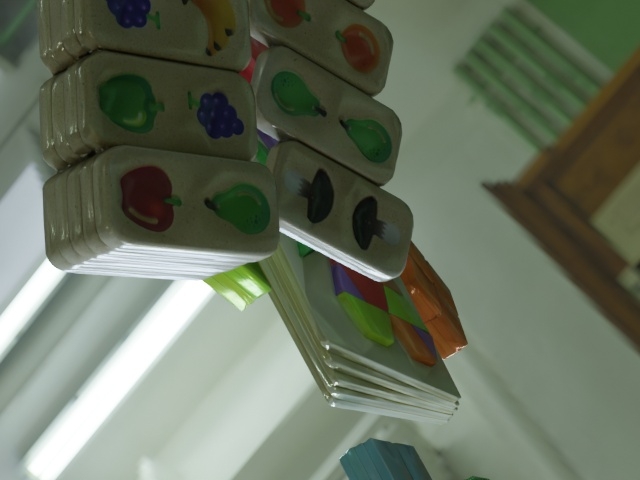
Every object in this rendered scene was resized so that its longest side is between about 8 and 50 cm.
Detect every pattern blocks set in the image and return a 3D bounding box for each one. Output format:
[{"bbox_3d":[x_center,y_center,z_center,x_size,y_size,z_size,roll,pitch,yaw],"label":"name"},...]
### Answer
[{"bbox_3d":[0.000,0.000,0.803,0.324,0.026,0.285,59,-163,14],"label":"pattern blocks set"}]

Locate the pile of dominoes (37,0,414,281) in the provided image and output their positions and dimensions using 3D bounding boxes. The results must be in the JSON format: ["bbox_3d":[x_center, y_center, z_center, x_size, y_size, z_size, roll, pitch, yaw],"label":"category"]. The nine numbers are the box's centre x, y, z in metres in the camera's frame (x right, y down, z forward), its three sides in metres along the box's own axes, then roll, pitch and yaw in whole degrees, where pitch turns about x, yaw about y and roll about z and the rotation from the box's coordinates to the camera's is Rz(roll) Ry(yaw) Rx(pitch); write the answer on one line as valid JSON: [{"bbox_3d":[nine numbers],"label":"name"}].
[{"bbox_3d":[-0.046,-0.114,0.527,0.196,0.040,0.251,5,-106,-37],"label":"pile of dominoes"}]
